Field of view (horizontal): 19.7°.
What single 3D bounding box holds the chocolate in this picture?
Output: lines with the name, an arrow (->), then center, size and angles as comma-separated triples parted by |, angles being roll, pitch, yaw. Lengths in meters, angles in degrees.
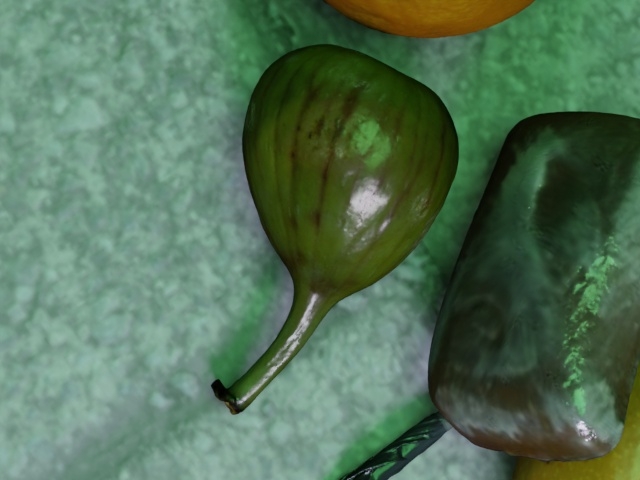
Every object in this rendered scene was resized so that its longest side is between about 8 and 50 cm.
chocolate -> 0.153, 0.017, 1.251 | 0.080, 0.157, 0.254 | 42, 63, -47

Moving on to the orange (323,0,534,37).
orange -> 0.071, -0.266, 1.227 | 0.261, 0.261, 0.261 | 2, 84, -14

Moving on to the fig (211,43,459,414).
fig -> 0.000, 0.000, 1.244 | 0.151, 0.151, 0.259 | 19, 84, -11

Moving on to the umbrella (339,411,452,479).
umbrella -> 0.079, 0.139, 1.300 | 0.269, 0.044, 0.044 | -40, 67, -13

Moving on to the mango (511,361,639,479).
mango -> 0.222, 0.190, 1.276 | 0.187, 0.144, 0.359 | 19, 82, -6
